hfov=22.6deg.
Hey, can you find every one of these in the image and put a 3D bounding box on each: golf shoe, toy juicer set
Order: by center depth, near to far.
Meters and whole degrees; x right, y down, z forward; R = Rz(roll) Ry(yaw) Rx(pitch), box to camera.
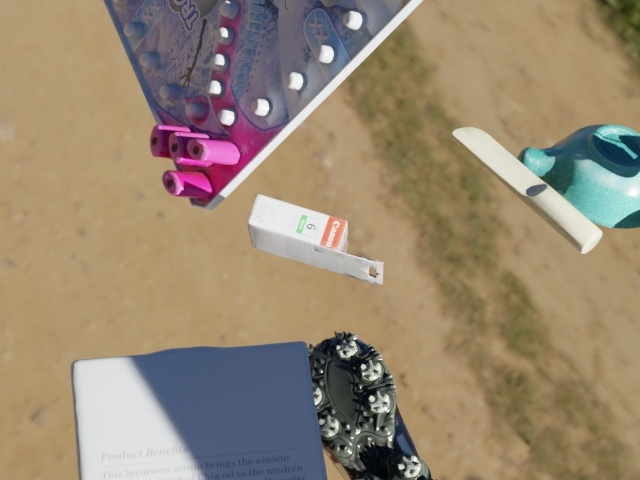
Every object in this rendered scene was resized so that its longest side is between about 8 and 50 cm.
[{"bbox_3d":[0.311,-0.041,1.644,0.329,0.089,0.209,-9,51,-23],"label":"toy juicer set"},{"bbox_3d":[0.051,0.222,1.679,0.120,0.105,0.273,73,-7,-54],"label":"golf shoe"}]

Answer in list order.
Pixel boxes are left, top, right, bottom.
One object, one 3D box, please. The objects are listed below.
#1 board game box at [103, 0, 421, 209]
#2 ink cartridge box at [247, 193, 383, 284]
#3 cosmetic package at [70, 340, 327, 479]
[{"bbox_3d":[-0.070,-0.290,1.344,0.050,0.390,0.390,5,51,-47],"label":"board game box"},{"bbox_3d":[0.000,0.000,1.303,0.115,0.063,0.029,16,73,7],"label":"ink cartridge box"},{"bbox_3d":[-0.098,0.328,1.454,0.230,0.161,0.453,-4,56,-7],"label":"cosmetic package"}]
